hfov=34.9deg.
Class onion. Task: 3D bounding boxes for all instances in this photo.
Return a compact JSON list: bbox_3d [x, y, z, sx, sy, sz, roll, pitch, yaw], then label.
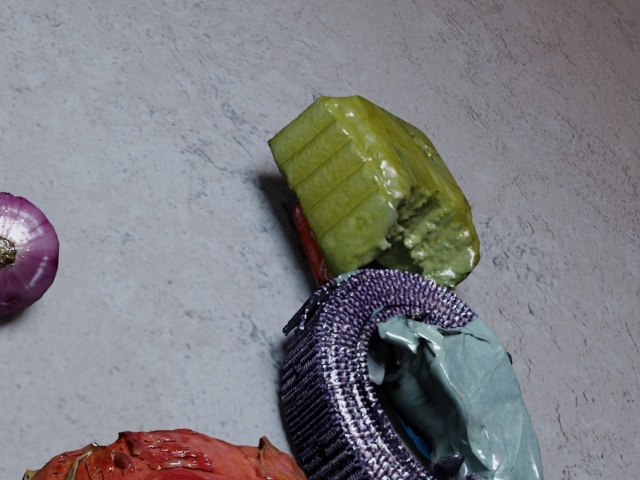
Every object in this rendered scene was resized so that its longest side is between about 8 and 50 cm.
[{"bbox_3d":[-0.295,0.012,0.916,0.115,0.115,0.104,22,-3,-23],"label":"onion"}]

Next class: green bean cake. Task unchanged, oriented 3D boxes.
[{"bbox_3d":[0.076,-0.049,1.220,0.236,0.124,0.233,19,39,-52],"label":"green bean cake"}]

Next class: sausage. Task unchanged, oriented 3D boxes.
[{"bbox_3d":[0.000,0.000,1.217,0.050,0.048,0.145,-17,55,-5],"label":"sausage"}]

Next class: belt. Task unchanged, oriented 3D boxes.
[{"bbox_3d":[0.099,0.182,1.049,0.260,0.122,0.325,-9,62,-39],"label":"belt"}]

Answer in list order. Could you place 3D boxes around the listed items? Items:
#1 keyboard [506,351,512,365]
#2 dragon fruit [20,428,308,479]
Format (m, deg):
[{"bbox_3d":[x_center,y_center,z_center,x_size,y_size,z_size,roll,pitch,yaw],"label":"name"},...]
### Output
[{"bbox_3d":[0.141,0.151,1.207,0.231,0.023,0.072,14,51,-30],"label":"keyboard"},{"bbox_3d":[-0.093,0.273,0.664,0.295,0.296,0.302,9,43,-35],"label":"dragon fruit"}]
